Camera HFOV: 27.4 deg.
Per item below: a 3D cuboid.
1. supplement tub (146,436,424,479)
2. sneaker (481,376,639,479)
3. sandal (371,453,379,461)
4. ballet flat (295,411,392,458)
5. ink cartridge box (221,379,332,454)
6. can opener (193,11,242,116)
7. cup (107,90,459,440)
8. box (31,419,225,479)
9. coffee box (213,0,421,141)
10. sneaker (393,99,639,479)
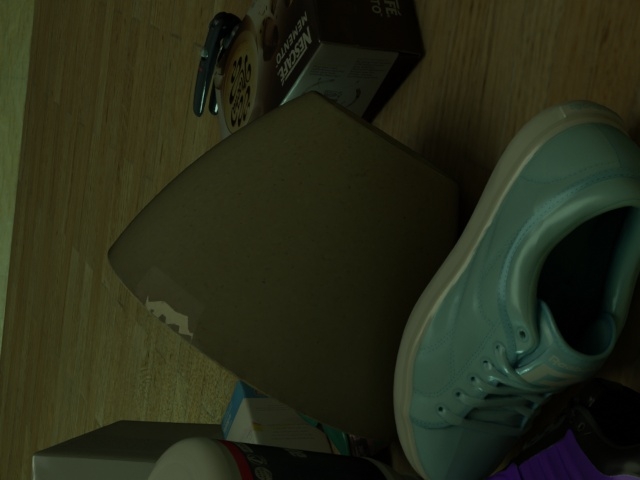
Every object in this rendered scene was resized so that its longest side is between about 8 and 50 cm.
[{"bbox_3d":[-0.023,0.292,1.232,0.191,0.272,0.191,-30,54,52],"label":"supplement tub"},{"bbox_3d":[0.202,0.178,1.002,0.293,0.102,0.146,-12,71,61],"label":"sneaker"},{"bbox_3d":[0.012,0.321,1.444,0.097,0.054,0.254,-116,37,-47],"label":"sandal"},{"bbox_3d":[0.021,0.172,1.413,0.221,0.079,0.077,-145,44,-60],"label":"ballet flat"},{"bbox_3d":[-0.051,0.246,1.547,0.143,0.092,0.090,-109,32,-41],"label":"ink cartridge box"},{"bbox_3d":[-0.148,-0.245,1.858,0.186,0.059,0.073,119,145,-43],"label":"can opener"},{"bbox_3d":[0.000,0.000,1.255,0.237,0.331,0.331,-57,31,8],"label":"cup"},{"bbox_3d":[-0.229,0.353,1.649,0.345,0.168,0.215,11,-98,-81],"label":"box"},{"bbox_3d":[-0.014,-0.200,1.480,0.297,0.119,0.168,131,137,-54],"label":"coffee box"},{"bbox_3d":[0.157,0.077,1.038,0.150,0.135,0.366,-108,29,-58],"label":"sneaker"}]
